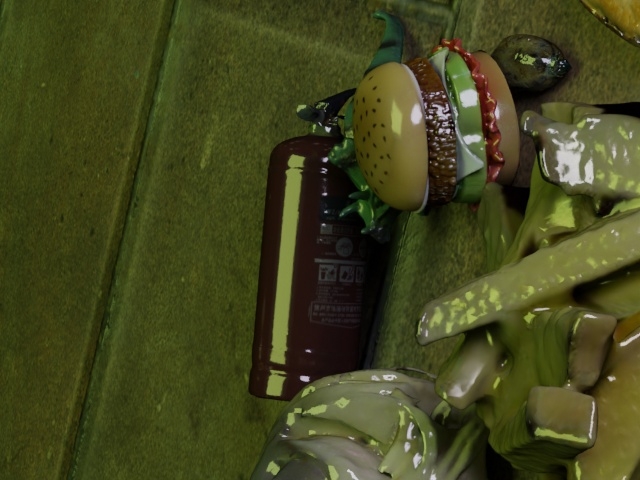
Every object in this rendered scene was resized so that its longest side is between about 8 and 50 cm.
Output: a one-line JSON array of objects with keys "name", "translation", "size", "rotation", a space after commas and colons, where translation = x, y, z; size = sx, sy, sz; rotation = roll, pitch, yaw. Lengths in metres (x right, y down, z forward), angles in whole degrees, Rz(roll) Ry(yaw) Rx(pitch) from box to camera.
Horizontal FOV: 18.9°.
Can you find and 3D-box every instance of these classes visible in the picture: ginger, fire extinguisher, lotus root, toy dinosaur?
[{"name": "ginger", "translation": [0.204, 0.040, 1.581], "size": [0.358, 0.211, 0.413], "rotation": [-58, 37, 31]}, {"name": "fire extinguisher", "translation": [0.000, 0.000, 2.027], "size": [0.114, 0.135, 0.337], "rotation": [5, 91, 37]}, {"name": "lotus root", "translation": [0.196, -0.166, 1.802], "size": [0.099, 0.049, 0.054], "rotation": [11, 90, 56]}, {"name": "toy dinosaur", "translation": [0.081, -0.122, 1.970], "size": [0.079, 0.120, 0.292], "rotation": [125, 166, -55]}]

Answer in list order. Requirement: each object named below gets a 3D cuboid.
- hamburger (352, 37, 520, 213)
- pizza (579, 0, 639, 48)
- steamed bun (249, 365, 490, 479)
[{"name": "hamburger", "translation": [0.100, -0.104, 1.823], "size": [0.175, 0.137, 0.175], "rotation": [170, 90, -76]}, {"name": "pizza", "translation": [0.315, -0.258, 1.586], "size": [0.323, 0.089, 0.223], "rotation": [36, 119, 55]}, {"name": "steamed bun", "translation": [0.030, 0.262, 1.815], "size": [0.268, 0.207, 0.280], "rotation": [-18, 68, 56]}]
